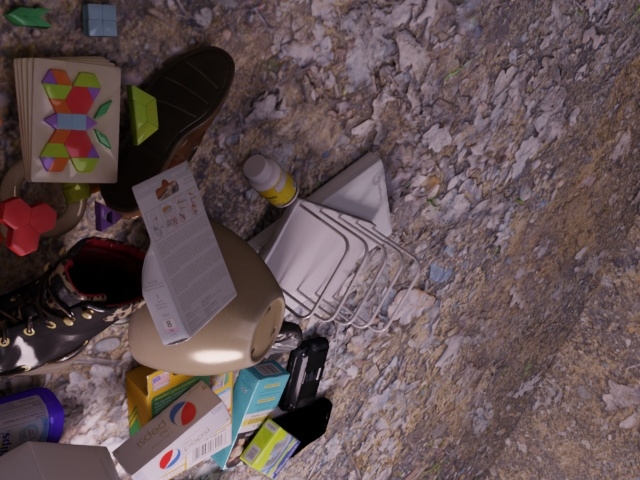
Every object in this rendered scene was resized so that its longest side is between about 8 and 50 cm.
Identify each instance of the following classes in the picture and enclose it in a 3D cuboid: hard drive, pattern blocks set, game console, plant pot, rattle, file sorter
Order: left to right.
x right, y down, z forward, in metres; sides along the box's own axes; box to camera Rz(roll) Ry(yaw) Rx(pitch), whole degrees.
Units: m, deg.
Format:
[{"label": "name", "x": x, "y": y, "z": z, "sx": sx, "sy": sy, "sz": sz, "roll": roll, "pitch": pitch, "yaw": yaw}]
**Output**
[{"label": "rattle", "x": -0.431, "y": -0.054, "z": 1.389, "sx": 0.200, "sy": 0.142, "sz": 0.130, "roll": -43, "pitch": 114, "yaw": 11}, {"label": "pattern blocks set", "x": -0.348, "y": -0.164, "z": 1.285, "sx": 0.285, "sy": 0.026, "sz": 0.324, "roll": -22, "pitch": 111, "yaw": -40}, {"label": "plant pot", "x": -0.173, "y": 0.120, "z": 1.614, "sx": 0.284, "sy": 0.191, "sz": 0.284, "roll": -56, "pitch": 159, "yaw": -36}, {"label": "game console", "x": -0.044, "y": 0.375, "z": 2.189, "sx": 0.213, "sy": 0.044, "sz": 0.361, "roll": -17, "pitch": 132, "yaw": -43}, {"label": "hard drive", "x": 0.000, "y": 0.000, "z": 1.915, "sx": 0.353, "sy": 0.047, "sz": 0.233, "roll": -38, "pitch": 142, "yaw": -22}, {"label": "file sorter", "x": 0.037, "y": 0.059, "z": 1.817, "sx": 0.278, "sy": 0.173, "sz": 0.192, "roll": 16, "pitch": 106, "yaw": -53}]

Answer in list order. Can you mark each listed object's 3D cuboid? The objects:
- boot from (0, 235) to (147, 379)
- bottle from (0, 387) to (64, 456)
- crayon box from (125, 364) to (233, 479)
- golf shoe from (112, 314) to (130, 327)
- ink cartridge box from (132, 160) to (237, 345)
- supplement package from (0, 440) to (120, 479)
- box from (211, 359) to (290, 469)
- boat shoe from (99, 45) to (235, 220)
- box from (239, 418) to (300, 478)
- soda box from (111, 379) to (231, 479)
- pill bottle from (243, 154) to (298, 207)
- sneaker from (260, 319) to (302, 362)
[{"label": "boot", "x": -0.432, "y": 0.112, "z": 1.328, "sx": 0.284, "sy": 0.138, "sz": 0.377, "roll": -33, "pitch": 160, "yaw": 32}, {"label": "bottle", "x": -0.562, "y": 0.324, "z": 1.502, "sx": 0.283, "sy": 0.092, "sz": 0.118, "roll": -10, "pitch": 132, "yaw": -44}, {"label": "crayon box", "x": -0.276, "y": 0.319, "z": 1.837, "sx": 0.203, "sy": 0.083, "sz": 0.323, "roll": -24, "pitch": 136, "yaw": -34}, {"label": "golf shoe", "x": -0.328, "y": 0.093, "z": 1.608, "sx": 0.176, "sy": 0.069, "sz": 0.086, "roll": -24, "pitch": 130, "yaw": -49}, {"label": "ink cartridge box", "x": -0.216, "y": 0.015, "z": 1.386, "sx": 0.232, "sy": 0.066, "sz": 0.189, "roll": 67, "pitch": 22, "yaw": -9}, {"label": "supplement package", "x": -0.462, "y": 0.455, "z": 1.553, "sx": 0.178, "sy": 0.175, "sz": 0.293, "roll": -28, "pitch": 162, "yaw": 4}, {"label": "box", "x": -0.159, "y": 0.385, "z": 2.047, "sx": 0.100, "sy": 0.060, "sz": 0.244, "roll": -2, "pitch": 121, "yaw": -48}, {"label": "boat shoe", "x": -0.242, "y": -0.170, "z": 1.459, "sx": 0.307, "sy": 0.111, "sz": 0.104, "roll": -54, "pitch": 175, "yaw": -12}, {"label": "box", "x": -0.109, "y": 0.476, "z": 2.099, "sx": 0.109, "sy": 0.042, "sz": 0.178, "roll": -53, "pitch": 153, "yaw": -10}, {"label": "soda box", "x": -0.277, "y": 0.365, "z": 1.738, "sx": 0.216, "sy": 0.074, "sz": 0.069, "roll": -38, "pitch": 142, "yaw": -19}, {"label": "pill bottle", "x": -0.093, "y": -0.111, "z": 1.698, "sx": 0.065, "sy": 0.065, "sz": 0.116, "roll": -52, "pitch": 144, "yaw": -3}, {"label": "sneaker", "x": -0.103, "y": 0.151, "z": 1.780, "sx": 0.086, "sy": 0.229, "sz": 0.132, "roll": 16, "pitch": 65, "yaw": -26}]
